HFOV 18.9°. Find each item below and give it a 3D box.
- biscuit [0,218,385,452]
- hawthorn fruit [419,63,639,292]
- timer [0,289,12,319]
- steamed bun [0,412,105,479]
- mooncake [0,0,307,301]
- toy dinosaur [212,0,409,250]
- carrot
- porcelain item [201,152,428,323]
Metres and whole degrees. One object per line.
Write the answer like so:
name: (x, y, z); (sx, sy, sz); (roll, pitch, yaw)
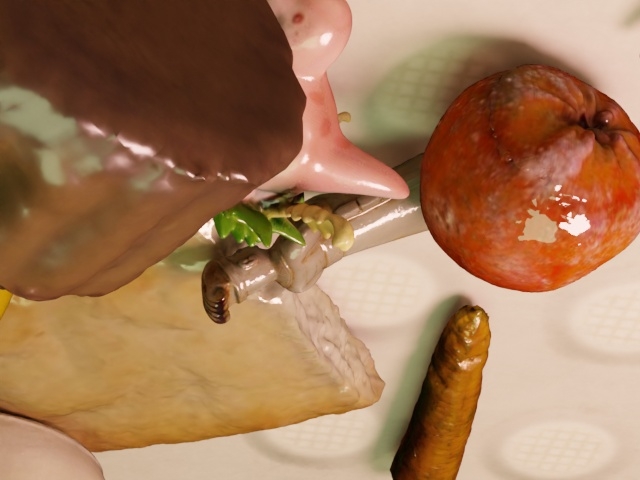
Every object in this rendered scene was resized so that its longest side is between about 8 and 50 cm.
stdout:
biscuit: (-0.212, 0.054, 1.617); (0.446, 0.104, 0.429); (-10, 142, 13)
hawthorn fruit: (0.158, -0.041, 1.438); (0.173, 0.173, 0.173); (0, 144, 0)
timer: (-0.394, -0.002, 1.330); (0.376, 0.376, 0.387); (30, 128, -34)
steamed bun: (-0.305, 0.257, 1.715); (0.232, 0.145, 0.232); (4, 148, 2)
mooncake: (-0.175, -0.120, 1.187); (0.324, 0.324, 0.187); (30, 127, -34)
toy dinosaur: (-0.008, -0.095, 1.414); (0.177, 0.152, 0.194); (-34, 93, 35)
carrot: (0.119, 0.154, 1.795); (0.066, 0.066, 0.314); (5, 141, -7)
porcelain item: (0.000, 0.000, 1.507); (0.213, 0.054, 0.084); (-25, 146, -15)
